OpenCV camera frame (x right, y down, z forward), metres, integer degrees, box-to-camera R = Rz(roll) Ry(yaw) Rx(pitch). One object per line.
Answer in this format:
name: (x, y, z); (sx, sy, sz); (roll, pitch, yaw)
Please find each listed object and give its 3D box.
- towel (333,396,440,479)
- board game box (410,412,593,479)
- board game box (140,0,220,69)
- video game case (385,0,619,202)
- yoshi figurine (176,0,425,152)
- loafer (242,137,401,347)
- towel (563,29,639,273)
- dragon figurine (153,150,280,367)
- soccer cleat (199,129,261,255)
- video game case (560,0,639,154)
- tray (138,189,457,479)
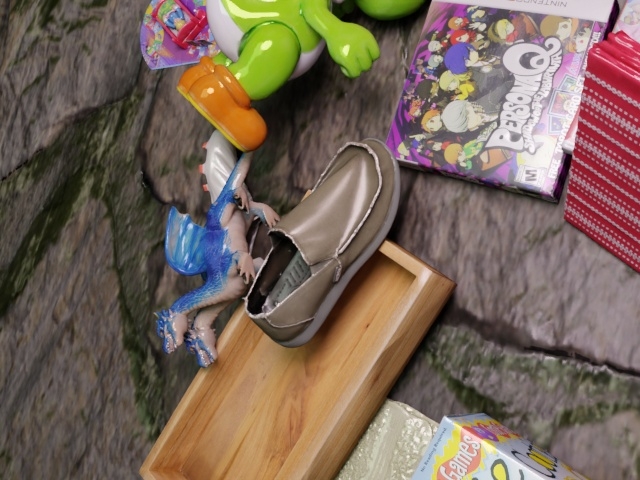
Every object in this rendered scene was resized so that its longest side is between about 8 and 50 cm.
towel: (0.067, 0.252, 0.886); (0.110, 0.027, 0.148); (21, 90, 30)
board game box: (0.219, 0.295, 0.732); (0.275, 0.142, 0.144); (29, 93, 29)
board game box: (-0.205, -0.324, 1.142); (0.169, 0.033, 0.133); (-1, 79, 27)
video game case: (0.201, -0.178, 0.895); (0.210, 0.042, 0.232); (18, 88, 29)
yoshi figurine: (0.008, -0.261, 0.931); (0.203, 0.203, 0.362); (42, 95, 15)
loafer: (0.000, 0.000, 0.843); (0.094, 0.087, 0.251); (29, 93, 38)
towel: (0.309, -0.043, 0.693); (0.031, 0.275, 0.199); (-41, 61, -12)
dragon figurine: (-0.129, 0.002, 0.935); (0.144, 0.085, 0.289); (-13, 71, 29)
soccer cleat: (-0.112, -0.050, 1.023); (0.076, 0.068, 0.196); (-5, 82, 17)
video game case: (0.396, -0.185, 0.784); (0.204, 0.025, 0.285); (24, 90, 19)
tray: (-0.036, 0.168, 0.917); (0.203, 0.076, 0.410); (36, 98, 37)
